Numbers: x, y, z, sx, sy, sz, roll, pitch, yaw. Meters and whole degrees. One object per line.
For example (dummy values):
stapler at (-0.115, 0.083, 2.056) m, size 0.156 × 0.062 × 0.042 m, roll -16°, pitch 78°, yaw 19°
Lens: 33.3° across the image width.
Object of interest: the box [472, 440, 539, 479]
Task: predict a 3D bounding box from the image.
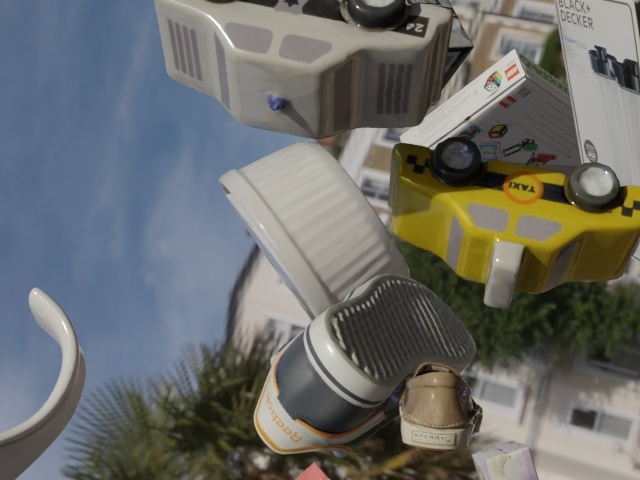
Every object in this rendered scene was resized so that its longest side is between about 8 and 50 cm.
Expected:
box at (0.276, 0.420, 1.370) m, size 0.067 × 0.063 × 0.324 m, roll 166°, pitch 87°, yaw -83°

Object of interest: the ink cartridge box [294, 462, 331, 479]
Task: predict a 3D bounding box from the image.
ink cartridge box at (0.041, 0.343, 1.162) m, size 0.067 × 0.198 × 0.115 m, roll -41°, pitch -56°, yaw -8°

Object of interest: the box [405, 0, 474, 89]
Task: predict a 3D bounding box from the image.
box at (0.045, -0.257, 1.414) m, size 0.247 × 0.142 × 0.163 m, roll -9°, pitch -28°, yaw -30°

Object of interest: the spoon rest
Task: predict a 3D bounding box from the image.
spoon rest at (-0.267, 0.161, 0.787) m, size 0.276 × 0.084 × 0.137 m, roll -53°, pitch -20°, yaw -27°

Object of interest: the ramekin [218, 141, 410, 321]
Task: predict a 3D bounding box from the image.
ramekin at (0.000, 0.000, 1.317) m, size 0.127 × 0.273 × 0.273 m, roll -35°, pitch -27°, yaw -4°

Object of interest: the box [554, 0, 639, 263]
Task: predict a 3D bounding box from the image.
box at (0.326, -0.124, 1.068) m, size 0.169 × 0.087 × 0.289 m, roll -127°, pitch 20°, yaw -65°

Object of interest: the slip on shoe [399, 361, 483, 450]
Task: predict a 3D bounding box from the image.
slip on shoe at (0.069, 0.092, 0.625) m, size 0.135 × 0.051 × 0.041 m, roll 9°, pitch -95°, yaw -79°

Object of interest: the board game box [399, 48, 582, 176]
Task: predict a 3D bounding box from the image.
board game box at (0.277, -0.122, 1.429) m, size 0.305 × 0.193 × 0.053 m, roll 23°, pitch -138°, yaw -42°

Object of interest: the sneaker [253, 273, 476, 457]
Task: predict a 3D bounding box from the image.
sneaker at (0.039, 0.116, 1.008) m, size 0.127 × 0.126 × 0.321 m, roll -46°, pitch -17°, yaw 20°

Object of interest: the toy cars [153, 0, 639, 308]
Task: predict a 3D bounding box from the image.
toy cars at (0.057, -0.053, 0.700) m, size 0.394 × 0.176 × 0.087 m, roll 34°, pitch -125°, yaw -27°
